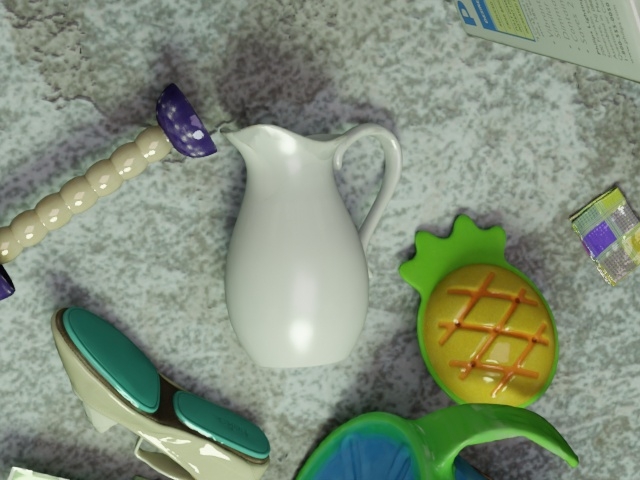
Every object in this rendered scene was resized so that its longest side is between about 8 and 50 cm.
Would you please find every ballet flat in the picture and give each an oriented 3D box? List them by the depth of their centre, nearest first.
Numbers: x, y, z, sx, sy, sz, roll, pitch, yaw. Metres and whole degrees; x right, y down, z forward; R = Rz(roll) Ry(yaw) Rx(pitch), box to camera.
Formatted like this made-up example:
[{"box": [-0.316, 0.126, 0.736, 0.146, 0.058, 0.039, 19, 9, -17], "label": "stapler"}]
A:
[{"box": [-0.156, 0.154, 1.363, 0.248, 0.086, 0.086, 38, 93, -20], "label": "ballet flat"}]

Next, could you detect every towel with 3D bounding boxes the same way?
[{"box": [0.280, -0.004, 1.463, 0.060, 0.009, 0.083, -35, 110, -2], "label": "towel"}]

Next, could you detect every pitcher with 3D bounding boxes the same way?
[{"box": [0.000, 0.000, 1.345, 0.178, 0.125, 0.207, -5, 94, -29], "label": "pitcher"}]

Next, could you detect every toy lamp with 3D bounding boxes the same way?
[{"box": [-0.218, -0.027, 1.298, 0.274, 0.080, 0.080, -33, 109, -5], "label": "toy lamp"}]

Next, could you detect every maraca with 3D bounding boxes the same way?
[{"box": [0.145, 0.069, 1.406, 0.127, 0.099, 0.186, -21, 82, -10], "label": "maraca"}]

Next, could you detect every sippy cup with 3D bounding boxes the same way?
[{"box": [0.107, 0.299, 1.397, 0.224, 0.305, 0.240, 25, 55, -29], "label": "sippy cup"}]

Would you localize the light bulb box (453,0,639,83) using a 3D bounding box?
[{"box": [0.215, -0.339, 1.176, 0.225, 0.361, 0.358, -24, 108, -9], "label": "light bulb box"}]

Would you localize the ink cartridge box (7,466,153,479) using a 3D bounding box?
[{"box": [-0.192, 0.299, 1.398, 0.235, 0.056, 0.171, 17, 99, -15], "label": "ink cartridge box"}]
